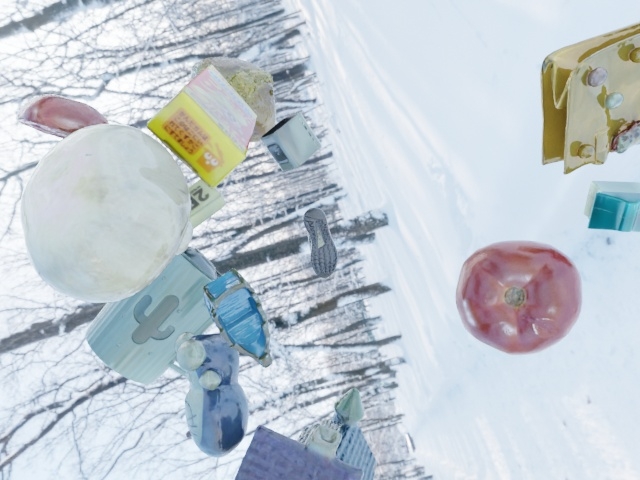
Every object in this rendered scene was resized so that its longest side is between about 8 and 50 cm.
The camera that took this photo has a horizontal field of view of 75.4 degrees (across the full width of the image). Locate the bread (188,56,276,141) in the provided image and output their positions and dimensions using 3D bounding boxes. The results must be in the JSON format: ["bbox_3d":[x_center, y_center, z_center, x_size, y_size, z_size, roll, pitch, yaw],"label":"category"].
[{"bbox_3d":[-0.241,-0.374,1.088,0.176,0.246,0.196,122,139,-53],"label":"bread"}]

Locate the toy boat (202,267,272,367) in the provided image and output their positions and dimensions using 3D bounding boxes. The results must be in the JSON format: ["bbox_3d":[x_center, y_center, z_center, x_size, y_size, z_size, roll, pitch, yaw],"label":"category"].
[{"bbox_3d":[-0.116,0.127,0.628,0.077,0.075,0.186,45,156,38],"label":"toy boat"}]

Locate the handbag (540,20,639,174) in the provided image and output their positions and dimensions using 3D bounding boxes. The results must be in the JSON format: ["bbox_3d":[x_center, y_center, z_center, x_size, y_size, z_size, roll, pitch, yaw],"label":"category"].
[{"bbox_3d":[0.720,-0.344,0.979,0.133,0.400,0.283,-125,15,-56],"label":"handbag"}]

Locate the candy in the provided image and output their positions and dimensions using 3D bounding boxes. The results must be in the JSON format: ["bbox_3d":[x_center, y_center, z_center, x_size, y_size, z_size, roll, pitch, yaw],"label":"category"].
[{"bbox_3d":[-0.199,-0.218,0.755,0.146,0.088,0.276,45,-162,-24],"label":"candy"}]

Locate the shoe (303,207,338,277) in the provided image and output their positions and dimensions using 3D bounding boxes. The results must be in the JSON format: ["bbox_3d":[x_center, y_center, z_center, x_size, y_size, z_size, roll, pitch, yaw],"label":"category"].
[{"bbox_3d":[0.000,0.002,1.105,0.077,0.074,0.195,-99,-3,-74],"label":"shoe"}]

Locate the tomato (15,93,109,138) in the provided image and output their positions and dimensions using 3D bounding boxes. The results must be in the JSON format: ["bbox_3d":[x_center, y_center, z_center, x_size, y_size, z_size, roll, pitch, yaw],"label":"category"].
[{"bbox_3d":[-0.526,-0.254,0.872,0.174,0.166,0.082,13,-90,-44],"label":"tomato"}]

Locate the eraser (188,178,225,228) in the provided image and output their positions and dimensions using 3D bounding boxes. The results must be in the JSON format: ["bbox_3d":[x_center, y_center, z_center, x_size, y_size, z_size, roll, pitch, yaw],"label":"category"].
[{"bbox_3d":[-0.395,-0.105,1.276,0.117,0.172,0.058,38,156,27],"label":"eraser"}]

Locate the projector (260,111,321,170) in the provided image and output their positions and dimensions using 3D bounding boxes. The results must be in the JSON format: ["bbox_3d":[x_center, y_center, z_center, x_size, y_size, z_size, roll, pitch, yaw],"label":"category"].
[{"bbox_3d":[-0.060,-0.201,0.845,0.083,0.083,0.082,1,132,55],"label":"projector"}]

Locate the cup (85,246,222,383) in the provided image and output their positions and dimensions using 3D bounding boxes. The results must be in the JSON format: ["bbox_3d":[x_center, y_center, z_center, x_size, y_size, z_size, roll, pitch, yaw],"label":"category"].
[{"bbox_3d":[-0.444,0.228,1.270,0.400,0.392,0.310,38,172,18],"label":"cup"}]

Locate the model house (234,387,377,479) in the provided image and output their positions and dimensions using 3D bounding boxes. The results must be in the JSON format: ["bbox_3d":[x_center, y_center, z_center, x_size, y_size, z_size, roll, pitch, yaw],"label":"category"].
[{"bbox_3d":[-0.024,0.445,0.800,0.312,0.245,0.281,-31,-43,-66],"label":"model house"}]

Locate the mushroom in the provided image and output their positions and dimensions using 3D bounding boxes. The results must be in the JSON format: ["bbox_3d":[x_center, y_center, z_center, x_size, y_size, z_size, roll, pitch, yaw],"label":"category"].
[{"bbox_3d":[-0.299,-0.033,0.627,0.234,0.253,0.260,46,-119,-60],"label":"mushroom"}]

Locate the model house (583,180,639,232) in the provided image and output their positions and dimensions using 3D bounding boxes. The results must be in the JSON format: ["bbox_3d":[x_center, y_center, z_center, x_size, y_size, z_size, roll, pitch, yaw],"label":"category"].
[{"bbox_3d":[0.728,-0.075,1.008,0.149,0.126,0.101,-51,-38,-56],"label":"model house"}]

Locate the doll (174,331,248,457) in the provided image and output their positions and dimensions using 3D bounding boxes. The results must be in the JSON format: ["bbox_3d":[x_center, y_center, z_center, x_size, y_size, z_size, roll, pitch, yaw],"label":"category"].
[{"bbox_3d":[-0.242,0.335,0.912,0.228,0.153,0.259,164,105,-64],"label":"doll"}]

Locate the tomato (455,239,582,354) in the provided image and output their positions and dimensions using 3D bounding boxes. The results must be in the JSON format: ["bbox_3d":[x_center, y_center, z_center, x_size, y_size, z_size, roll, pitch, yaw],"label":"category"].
[{"bbox_3d":[0.492,0.133,1.045,0.226,0.298,0.299,5,-115,-56],"label":"tomato"}]
